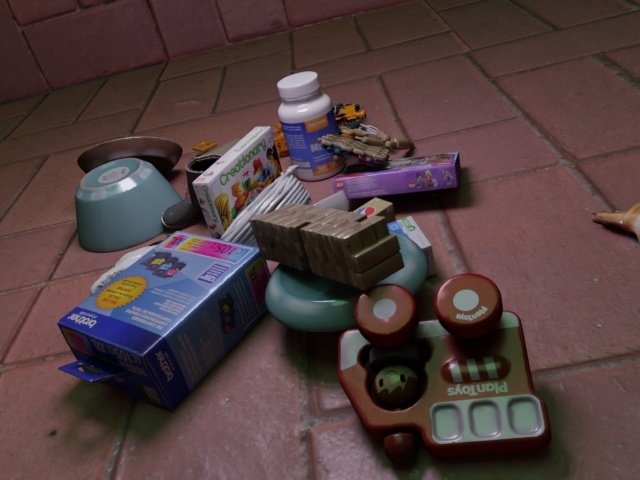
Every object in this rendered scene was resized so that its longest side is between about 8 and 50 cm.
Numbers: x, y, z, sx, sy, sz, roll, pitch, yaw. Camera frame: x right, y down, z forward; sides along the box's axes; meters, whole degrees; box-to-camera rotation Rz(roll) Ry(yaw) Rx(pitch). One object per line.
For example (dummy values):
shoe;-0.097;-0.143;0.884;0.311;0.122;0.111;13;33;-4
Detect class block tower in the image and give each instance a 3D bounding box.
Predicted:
block tower;0.000;0.000;1.154;0.097;0.091;0.335;-27;22;-29

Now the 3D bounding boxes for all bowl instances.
bowl;-0.554;-0.119;1.816;0.312;0.163;0.311;-11;32;7
bowl;-0.004;-0.044;1.499;0.142;0.053;0.142;-40;-8;40

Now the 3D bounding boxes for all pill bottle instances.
pill bottle;-0.030;-0.315;1.792;0.152;0.272;0.152;-11;31;7

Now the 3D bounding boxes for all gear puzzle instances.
gear puzzle;0.092;-0.232;1.693;0.176;0.044;0.339;16;14;5

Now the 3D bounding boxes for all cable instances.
cable;-0.134;-0.040;1.480;0.257;0.089;0.257;-41;12;23

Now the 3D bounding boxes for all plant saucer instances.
plant saucer;-0.570;-0.233;1.973;0.311;0.050;0.310;-13;-11;-2
plant saucer;0.042;0.055;1.223;0.318;0.043;0.317;-12;28;7

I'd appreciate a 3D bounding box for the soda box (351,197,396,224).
soda box;0.086;-0.027;1.484;0.181;0.058;0.061;-32;35;-27

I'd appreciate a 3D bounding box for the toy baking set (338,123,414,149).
toy baking set;0.164;-0.296;1.825;0.197;0.030;0.256;28;21;30

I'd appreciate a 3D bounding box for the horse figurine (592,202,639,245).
horse figurine;0.645;-0.019;1.218;0.175;0.066;0.263;-8;29;2

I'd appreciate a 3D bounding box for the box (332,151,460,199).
box;0.192;-0.160;1.603;0.293;0.057;0.201;-5;15;16

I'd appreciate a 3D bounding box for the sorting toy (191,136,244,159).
sorting toy;-0.276;-0.260;2.037;0.196;0.047;0.348;-27;33;-27

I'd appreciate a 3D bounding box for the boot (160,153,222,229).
boot;-0.332;-0.124;1.686;0.190;0.208;0.076;-29;75;-19

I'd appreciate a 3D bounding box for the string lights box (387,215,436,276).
string lights box;0.091;0.048;1.341;0.260;0.076;0.133;-18;31;-3

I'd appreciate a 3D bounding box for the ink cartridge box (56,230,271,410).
ink cartridge box;-0.310;0.159;1.276;0.270;0.151;0.395;10;40;35

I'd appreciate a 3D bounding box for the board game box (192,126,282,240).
board game box;-0.195;-0.138;1.657;0.053;0.193;0.305;4;36;28

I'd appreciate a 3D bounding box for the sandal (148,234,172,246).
sandal;-0.357;0.010;1.636;0.179;0.040;0.067;3;36;28

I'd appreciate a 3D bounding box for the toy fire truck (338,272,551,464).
toy fire truck;0.174;0.205;0.990;0.302;0.169;0.253;-9;49;12

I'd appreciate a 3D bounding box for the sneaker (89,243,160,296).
sneaker;-0.455;0.082;1.535;0.115;0.090;0.232;2;25;38

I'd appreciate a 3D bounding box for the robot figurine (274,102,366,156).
robot figurine;0.002;-0.347;2.013;0.291;0.085;0.211;-11;31;8
